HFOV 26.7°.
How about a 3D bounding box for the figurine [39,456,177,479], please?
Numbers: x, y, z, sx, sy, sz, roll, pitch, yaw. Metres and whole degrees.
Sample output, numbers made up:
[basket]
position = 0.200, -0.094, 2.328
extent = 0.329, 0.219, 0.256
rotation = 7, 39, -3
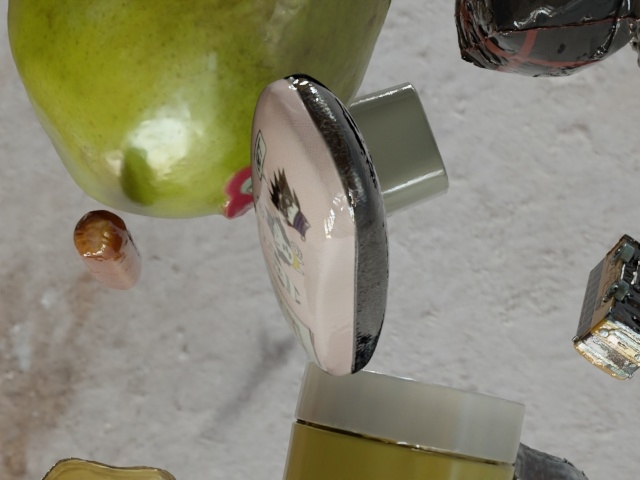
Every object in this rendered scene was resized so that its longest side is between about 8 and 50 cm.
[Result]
[figurine]
position = -0.211, 0.311, 1.162
extent = 0.208, 0.181, 0.257
rotation = 40, 127, 14

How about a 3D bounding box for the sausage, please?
[sausage]
position = -0.159, 0.008, 1.021
extent = 0.131, 0.041, 0.039
rotation = 93, -172, -76

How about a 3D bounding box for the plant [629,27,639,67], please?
[plant]
position = 0.556, -0.290, 1.912
extent = 0.188, 0.199, 0.276
rotation = -30, 77, -8

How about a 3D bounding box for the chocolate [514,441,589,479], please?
[chocolate]
position = 0.202, 0.264, 1.496
extent = 0.110, 0.248, 0.110
rotation = -40, 32, 31

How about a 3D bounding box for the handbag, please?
[handbag]
position = 0.231, -0.249, 1.403
extent = 0.215, 0.169, 0.155
rotation = 166, 102, -86

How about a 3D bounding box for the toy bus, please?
[toy bus]
position = 0.417, 0.095, 1.860
extent = 0.114, 0.098, 0.201
rotation = -52, 6, 37

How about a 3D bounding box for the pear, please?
[pear]
position = -0.077, -0.187, 1.062
extent = 0.375, 0.287, 0.287
rotation = -48, 43, 31

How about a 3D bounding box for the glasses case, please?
[glasses case]
position = 0.000, 0.000, 0.935
extent = 0.075, 0.314, 0.122
rotation = -20, 66, -8

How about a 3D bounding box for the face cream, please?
[face cream]
position = 0.074, 0.224, 1.293
extent = 0.218, 0.218, 0.179
rotation = 4, 80, 48

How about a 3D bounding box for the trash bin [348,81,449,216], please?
[trash bin]
position = 0.047, -0.114, 2.025
extent = 0.250, 0.220, 0.219
rotation = -21, 87, 2
